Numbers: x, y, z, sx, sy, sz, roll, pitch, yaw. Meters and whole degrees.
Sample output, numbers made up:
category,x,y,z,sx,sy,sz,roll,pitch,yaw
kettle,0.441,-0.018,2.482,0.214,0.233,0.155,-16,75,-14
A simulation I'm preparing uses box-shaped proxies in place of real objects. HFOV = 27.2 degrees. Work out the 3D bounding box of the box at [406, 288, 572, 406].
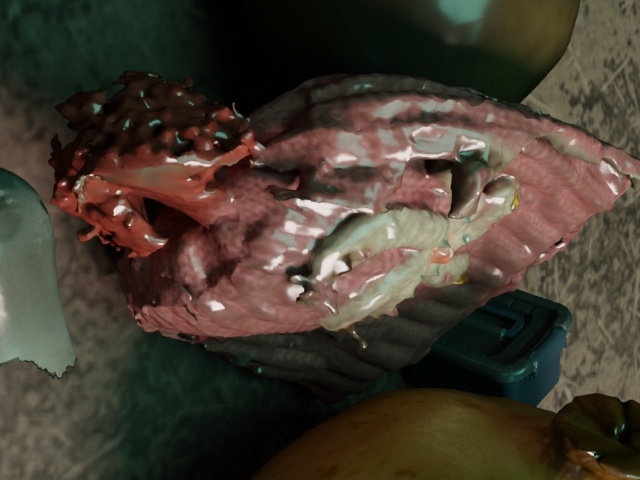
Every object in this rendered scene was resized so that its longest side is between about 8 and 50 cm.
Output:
category,x,y,z,sx,sy,sz,roll,pitch,yaw
box,0.098,0.067,0.801,0.074,0.099,0.054,-41,135,-35

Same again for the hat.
category,x,y,z,sx,sy,sz,roll,pitch,yaw
hat,0.000,0.000,0.620,0.286,0.237,0.107,21,38,-43

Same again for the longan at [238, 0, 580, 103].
category,x,y,z,sx,sy,sz,roll,pitch,yaw
longan,0.045,-0.128,0.683,0.189,0.189,0.189,-4,96,-45

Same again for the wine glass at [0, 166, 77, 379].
category,x,y,z,sx,sy,sz,roll,pitch,yaw
wine glass,-0.158,-0.030,0.543,0.079,0.079,0.195,-26,110,-41

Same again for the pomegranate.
category,x,y,z,sx,sy,sz,roll,pitch,yaw
pomegranate,0.071,0.224,0.670,0.307,0.307,0.307,-4,96,-45
